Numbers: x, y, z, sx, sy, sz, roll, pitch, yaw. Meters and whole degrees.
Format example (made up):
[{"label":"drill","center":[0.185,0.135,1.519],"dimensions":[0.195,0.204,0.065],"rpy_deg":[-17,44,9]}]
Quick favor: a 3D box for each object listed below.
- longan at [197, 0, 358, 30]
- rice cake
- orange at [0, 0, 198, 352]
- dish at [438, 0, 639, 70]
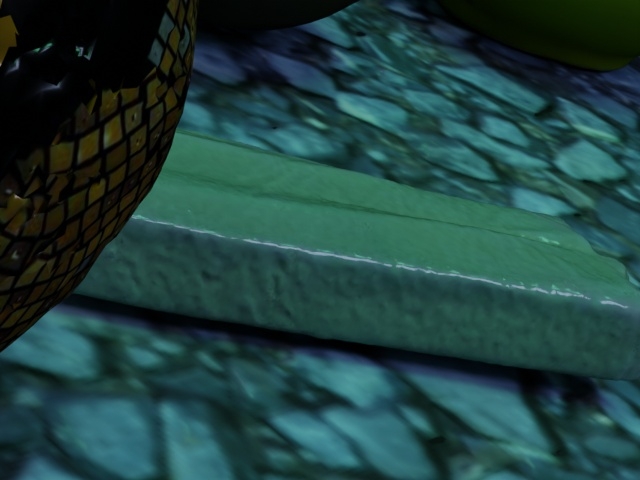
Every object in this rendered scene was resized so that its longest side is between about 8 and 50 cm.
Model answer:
[{"label":"longan","center":[-0.039,-0.165,0.709],"dimensions":[0.185,0.159,0.204],"rpy_deg":[20,34,-10]},{"label":"rice cake","center":[0.001,0.001,0.550],"dimensions":[0.221,0.042,0.080],"rpy_deg":[11,23,-23]},{"label":"orange","center":[-0.137,-0.070,0.354],"dimensions":[0.234,0.234,0.182],"rpy_deg":[22,-8,-4]},{"label":"dish","center":[0.123,-0.173,0.926],"dimensions":[0.221,0.108,0.262],"rpy_deg":[16,27,-17]}]
